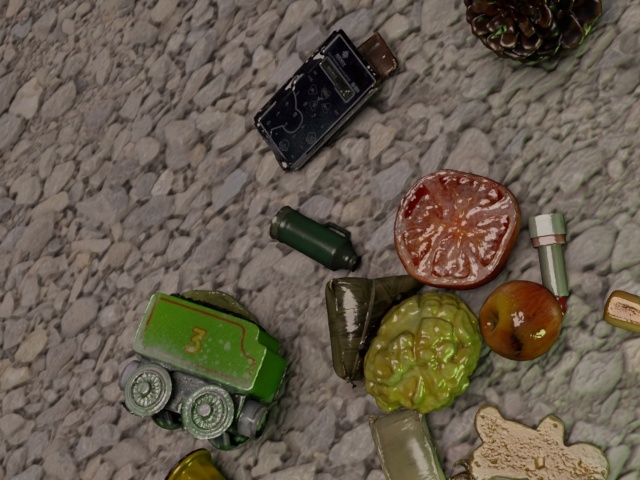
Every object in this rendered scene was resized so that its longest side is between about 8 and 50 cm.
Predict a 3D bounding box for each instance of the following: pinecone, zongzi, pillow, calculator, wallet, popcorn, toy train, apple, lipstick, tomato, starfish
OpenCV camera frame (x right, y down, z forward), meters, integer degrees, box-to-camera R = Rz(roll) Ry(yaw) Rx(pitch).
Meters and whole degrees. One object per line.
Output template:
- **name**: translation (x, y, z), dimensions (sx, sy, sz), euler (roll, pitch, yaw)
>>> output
- **pinecone**: translation (0.367, -0.423, 1.674), dimensions (0.246, 0.292, 0.246), euler (10, 116, 21)
- **zongzi**: translation (0.117, 0.164, 1.784), dimensions (0.204, 0.094, 0.204), euler (-6, 86, -1)
- **pillow**: translation (0.160, 0.397, 1.724), dimensions (0.119, 0.053, 0.208), euler (-27, 69, 30)
- **calculator**: translation (-0.010, -0.276, 1.922), dimensions (0.274, 0.028, 0.165), euler (-44, 63, 20)
- **wallet**: translation (0.068, -0.328, 1.919), dimensions (0.176, 0.026, 0.095), euler (-35, 70, 18)
- **popcorn**: translation (0.179, 0.197, 1.682), dimensions (0.181, 0.217, 0.235), euler (29, 120, 2)
- **toy train**: translation (-0.215, 0.245, 1.791), dimensions (0.307, 0.173, 0.248), euler (16, 76, 22)
- **apple**: translation (0.340, 0.139, 1.645), dimensions (0.146, 0.146, 0.146), euler (-5, 78, 23)
- **lipstick**: translation (0.407, 0.048, 1.689), dimensions (0.063, 0.057, 0.186), euler (-8, 82, 17)
- **tomato**: translation (0.255, -0.016, 1.744), dimensions (0.237, 0.095, 0.236), euler (-7, 75, 26)
- **starfish**: translation (0.272, 0.420, 1.688), dimensions (0.091, 0.028, 0.078), euler (42, 104, 22)

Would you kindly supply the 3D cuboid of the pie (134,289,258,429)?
- **pie**: translation (-0.243, 0.237, 1.926), dimensions (0.306, 0.071, 0.306), euler (-4, 79, 21)

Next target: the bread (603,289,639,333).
- **bread**: translation (0.533, 0.124, 1.619), dimensions (0.103, 0.049, 0.062), euler (17, 95, 24)

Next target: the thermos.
- **thermos**: translation (-0.003, 0.004, 1.869), dimensions (0.188, 0.083, 0.073), euler (29, 114, 24)

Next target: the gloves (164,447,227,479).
- **gloves**: translation (-0.160, 0.529, 1.797), dimensions (0.116, 0.133, 0.294), euler (-38, 60, -24)

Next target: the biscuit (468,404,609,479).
- **biscuit**: translation (0.372, 0.372, 1.641), dimensions (0.234, 0.030, 0.153), euler (7, 75, 18)
